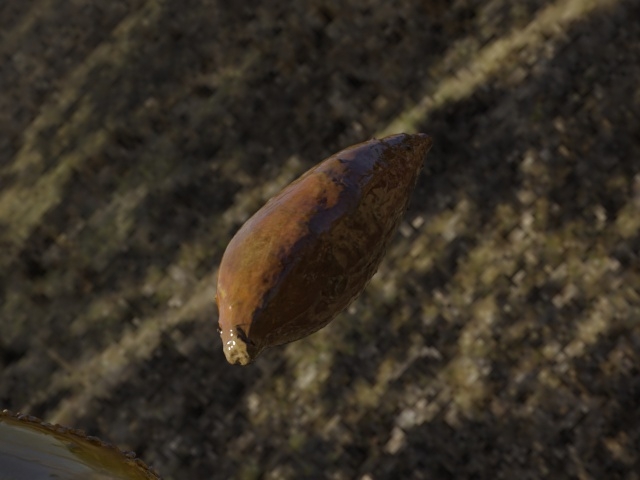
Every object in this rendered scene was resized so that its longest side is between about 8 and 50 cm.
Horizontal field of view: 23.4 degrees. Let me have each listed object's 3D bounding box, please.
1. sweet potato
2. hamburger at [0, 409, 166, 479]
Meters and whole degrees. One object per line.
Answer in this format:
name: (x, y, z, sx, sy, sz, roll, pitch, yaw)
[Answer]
sweet potato: (0.000, 0.000, 0.389, 0.034, 0.034, 0.095, -25, 15, 48)
hamburger: (-0.170, 0.136, 0.734, 0.173, 0.210, 0.116, 106, 180, -55)
